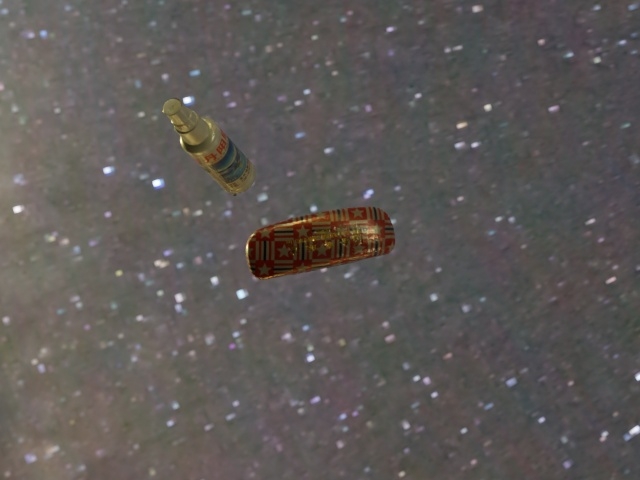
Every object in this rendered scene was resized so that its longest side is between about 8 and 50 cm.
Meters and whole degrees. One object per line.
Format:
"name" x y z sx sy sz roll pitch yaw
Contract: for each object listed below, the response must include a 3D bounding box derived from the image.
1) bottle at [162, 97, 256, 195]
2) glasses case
"bottle" -0.157 -0.132 1.758 0.060 0.217 0.060 -9 -116 20
"glasses case" 0.000 0.000 1.633 0.049 0.195 0.073 170 -92 -81
